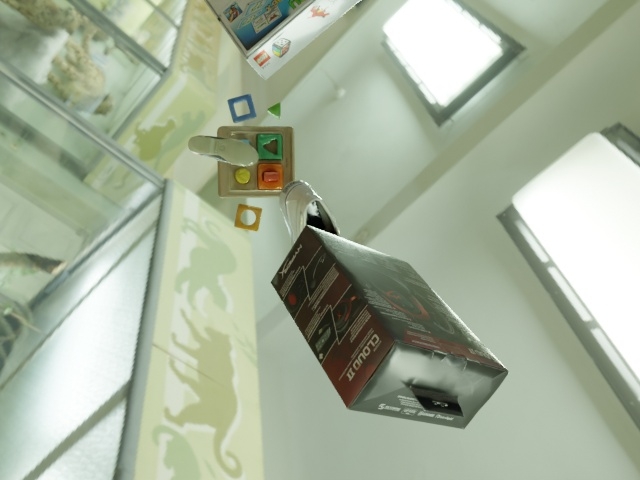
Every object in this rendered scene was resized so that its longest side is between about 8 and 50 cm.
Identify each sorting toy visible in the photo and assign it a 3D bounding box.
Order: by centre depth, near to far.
[{"bbox_3d":[-0.161,-0.196,1.620,0.047,0.195,0.348,-173,-98,-85],"label":"sorting toy"}]

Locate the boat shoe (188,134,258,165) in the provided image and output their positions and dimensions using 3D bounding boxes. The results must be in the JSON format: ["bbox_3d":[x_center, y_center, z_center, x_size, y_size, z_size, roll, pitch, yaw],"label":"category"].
[{"bbox_3d":[-0.187,-0.173,1.248,0.043,0.137,0.049,-162,-98,-84],"label":"boat shoe"}]

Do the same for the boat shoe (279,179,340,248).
[{"bbox_3d":[0.000,0.000,1.276,0.096,0.268,0.088,-32,-137,-19],"label":"boat shoe"}]

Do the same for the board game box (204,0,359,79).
[{"bbox_3d":[-0.005,-0.370,0.843,0.305,0.053,0.193,-38,-126,8],"label":"board game box"}]

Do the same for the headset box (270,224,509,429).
[{"bbox_3d":[0.091,0.122,0.868,0.110,0.218,0.293,-58,-142,16],"label":"headset box"}]
